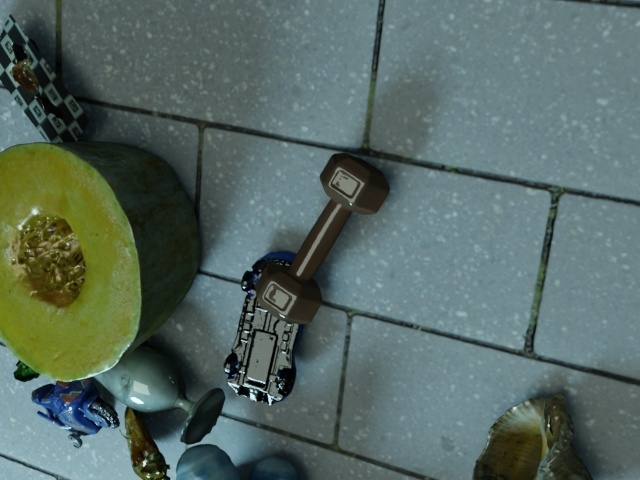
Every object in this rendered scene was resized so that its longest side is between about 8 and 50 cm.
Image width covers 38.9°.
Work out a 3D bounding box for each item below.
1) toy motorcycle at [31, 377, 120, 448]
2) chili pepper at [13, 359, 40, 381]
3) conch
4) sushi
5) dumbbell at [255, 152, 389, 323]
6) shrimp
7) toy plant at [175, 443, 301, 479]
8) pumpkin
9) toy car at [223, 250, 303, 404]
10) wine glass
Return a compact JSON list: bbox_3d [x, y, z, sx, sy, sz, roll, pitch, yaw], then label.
[{"bbox_3d":[-0.390,0.263,1.439,0.114,0.076,0.205,51,144,-14],"label":"toy motorcycle"},{"bbox_3d":[-0.453,0.118,1.455,0.122,0.065,0.278,14,114,17],"label":"chili pepper"},{"bbox_3d":[0.267,0.294,1.135,0.155,0.130,0.207,1,91,11],"label":"conch"},{"bbox_3d":[-0.409,-0.225,1.354,0.201,0.031,0.139,53,140,0],"label":"sushi"},{"bbox_3d":[0.000,0.000,1.175,0.092,0.082,0.230,35,103,14],"label":"dumbbell"},{"bbox_3d":[-0.268,0.312,1.367,0.051,0.217,0.115,-24,104,-15],"label":"shrimp"},{"bbox_3d":[-0.110,0.447,1.310,0.247,0.247,0.332,-35,85,29],"label":"toy plant"},{"bbox_3d":[-0.327,0.018,1.307,0.332,0.199,0.332,4,100,27],"label":"pumpkin"},{"bbox_3d":[-0.068,0.121,1.278,0.103,0.063,0.216,14,95,16],"label":"toy car"},{"bbox_3d":[-0.256,0.215,1.367,0.222,0.103,0.103,26,114,22],"label":"wine glass"}]
